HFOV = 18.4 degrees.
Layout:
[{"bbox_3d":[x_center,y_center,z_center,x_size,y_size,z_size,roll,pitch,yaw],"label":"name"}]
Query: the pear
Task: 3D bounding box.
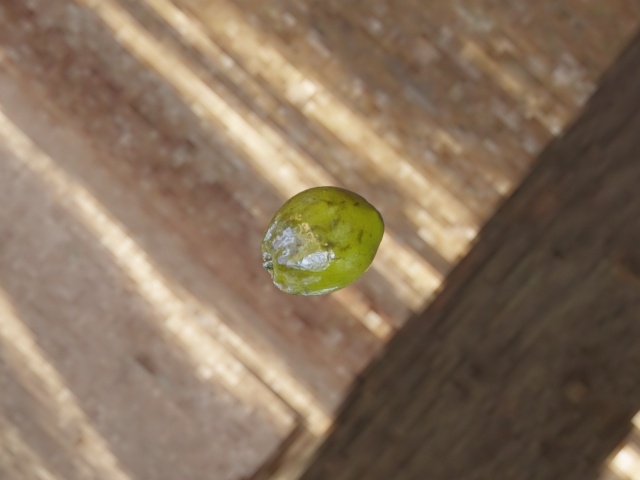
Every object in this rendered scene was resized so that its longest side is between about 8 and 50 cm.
[{"bbox_3d":[0.000,0.000,1.993,0.107,0.131,0.107,52,154,38],"label":"pear"}]
